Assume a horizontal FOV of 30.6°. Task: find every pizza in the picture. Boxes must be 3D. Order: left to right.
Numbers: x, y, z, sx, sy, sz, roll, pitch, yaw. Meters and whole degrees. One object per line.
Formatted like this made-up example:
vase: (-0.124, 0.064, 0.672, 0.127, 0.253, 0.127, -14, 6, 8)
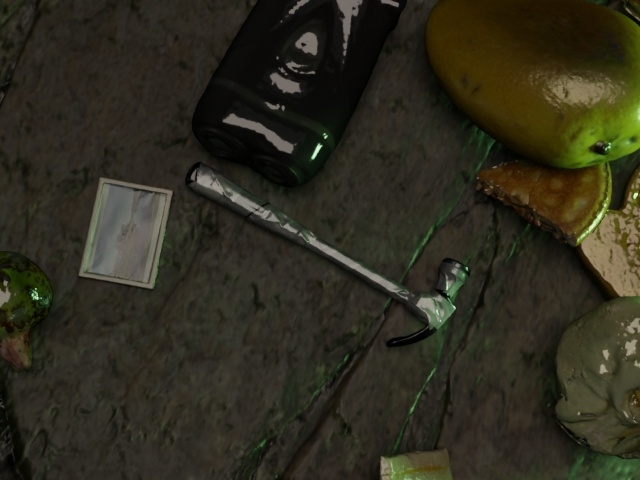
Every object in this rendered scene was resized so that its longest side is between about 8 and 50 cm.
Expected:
pizza: (0.321, -0.073, 1.676, 0.193, 0.053, 0.201, 15, 51, 21)

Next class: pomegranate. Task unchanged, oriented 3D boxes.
pomegranate: (-0.425, 0.096, 1.576, 0.138, 0.125, 0.163, -20, 80, -20)

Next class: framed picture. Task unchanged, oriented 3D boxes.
framed picture: (-0.277, -0.010, 1.664, 0.109, 0.011, 0.149, 10, 78, -1)

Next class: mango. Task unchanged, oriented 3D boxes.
mango: (0.310, -0.246, 1.650, 0.365, 0.182, 0.253, 34, 63, 15)

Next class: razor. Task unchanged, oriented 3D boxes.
razor: (-0.028, -0.252, 1.676, 0.204, 0.113, 0.349, 28, 76, 2)

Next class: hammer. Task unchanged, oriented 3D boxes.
hammer: (0.000, 0.000, 1.664, 0.427, 0.044, 0.152, 32, 79, 5)

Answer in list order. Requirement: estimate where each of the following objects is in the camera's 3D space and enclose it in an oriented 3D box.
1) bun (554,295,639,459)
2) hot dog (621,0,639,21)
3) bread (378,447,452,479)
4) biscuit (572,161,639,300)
bun: (0.422, 0.193, 1.559, 0.239, 0.141, 0.239, 4, 109, 13)
hot dog: (0.570, -0.342, 1.746, 0.162, 0.082, 0.270, -44, 85, -9)
bread: (0.128, 0.318, 1.548, 0.105, 0.152, 0.077, -8, 79, 0)
biscuit: (0.501, 0.024, 1.675, 0.287, 0.057, 0.344, 4, 78, -1)
